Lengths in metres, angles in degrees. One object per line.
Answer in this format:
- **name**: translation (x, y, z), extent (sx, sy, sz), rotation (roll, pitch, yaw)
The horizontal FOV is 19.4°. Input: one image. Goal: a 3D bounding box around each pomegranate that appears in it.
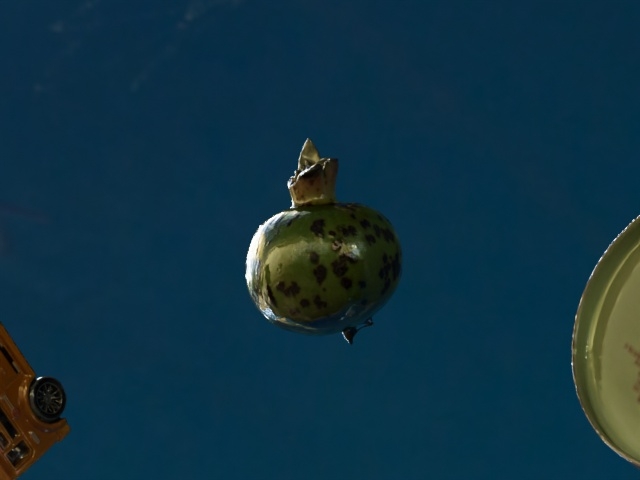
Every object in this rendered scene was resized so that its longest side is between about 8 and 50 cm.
- **pomegranate**: translation (0.000, 0.000, 1.415), extent (0.122, 0.122, 0.161), rotation (-12, -97, 51)

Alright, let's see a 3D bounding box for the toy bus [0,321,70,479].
- **toy bus**: translation (-0.277, 0.089, 1.407), extent (0.083, 0.088, 0.194), rotation (-17, -69, 42)

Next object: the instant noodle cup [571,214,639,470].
- **instant noodle cup**: translation (0.271, 0.078, 1.115), extent (0.235, 0.178, 0.235), rotation (-23, -126, 36)
